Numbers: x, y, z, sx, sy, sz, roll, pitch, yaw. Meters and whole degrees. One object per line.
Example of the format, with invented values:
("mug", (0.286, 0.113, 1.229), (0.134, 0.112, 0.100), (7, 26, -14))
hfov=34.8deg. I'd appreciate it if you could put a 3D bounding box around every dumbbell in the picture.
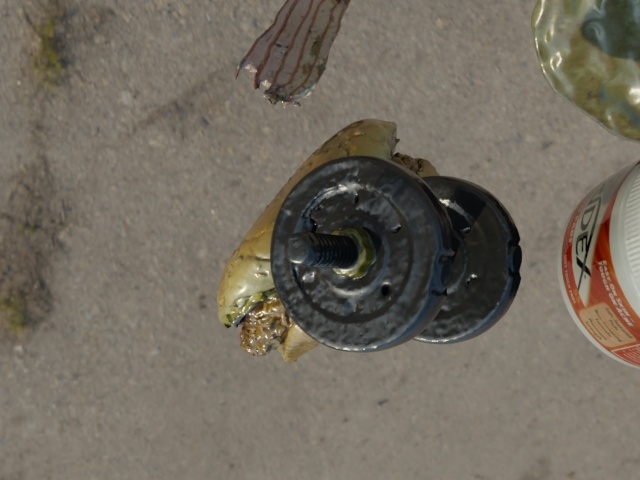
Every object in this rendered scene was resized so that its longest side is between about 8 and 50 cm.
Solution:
("dumbbell", (0.065, 0.013, 0.800), (0.143, 0.143, 0.325), (-43, 158, 21))

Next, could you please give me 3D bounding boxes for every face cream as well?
("face cream", (0.338, 0.012, 0.920), (0.201, 0.201, 0.187), (-12, 170, -12))

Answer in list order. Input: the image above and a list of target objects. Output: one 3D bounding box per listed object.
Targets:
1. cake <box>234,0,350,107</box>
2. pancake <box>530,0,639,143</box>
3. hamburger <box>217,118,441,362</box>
("cake", (-0.037, -0.251, 1.374), (0.098, 0.287, 0.135), (33, 132, -5))
("pancake", (0.349, -0.223, 0.986), (0.294, 0.049, 0.295), (6, 128, 7))
("hamburger", (0.001, -0.001, 1.113), (0.144, 0.283, 0.259), (35, 162, -6))
